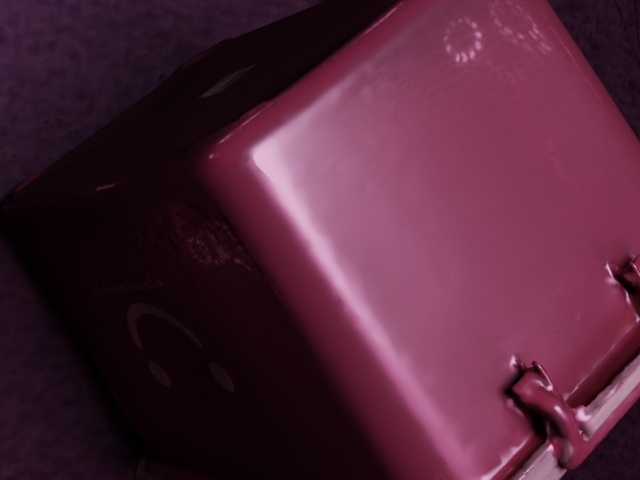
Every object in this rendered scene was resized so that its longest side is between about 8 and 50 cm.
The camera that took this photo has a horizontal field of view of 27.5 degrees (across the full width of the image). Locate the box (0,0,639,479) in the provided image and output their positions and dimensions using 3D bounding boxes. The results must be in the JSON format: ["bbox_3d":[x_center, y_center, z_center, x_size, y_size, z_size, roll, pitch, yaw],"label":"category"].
[{"bbox_3d":[0.000,0.000,0.554,0.193,0.294,0.167,-39,106,-27],"label":"box"}]
